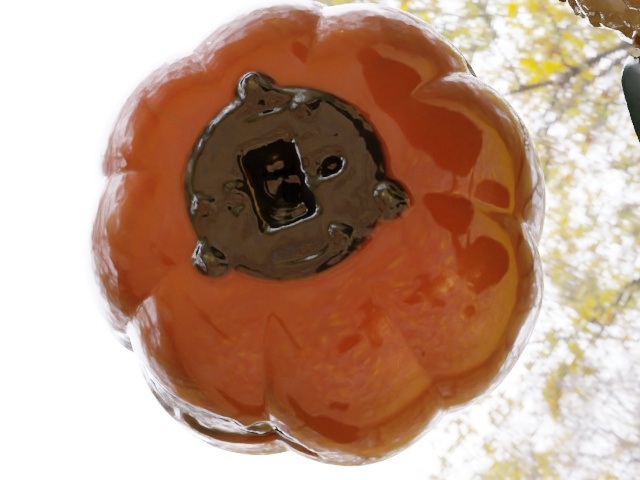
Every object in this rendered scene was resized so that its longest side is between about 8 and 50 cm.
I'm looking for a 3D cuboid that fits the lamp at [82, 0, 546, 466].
[{"bbox_3d":[0.000,0.000,0.510,0.188,0.164,0.187,-2,-106,7],"label":"lamp"}]

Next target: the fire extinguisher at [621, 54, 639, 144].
[{"bbox_3d":[0.238,-0.006,0.392,0.311,0.095,0.114,-2,-91,-17],"label":"fire extinguisher"}]

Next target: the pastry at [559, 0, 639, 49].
[{"bbox_3d":[0.112,-0.161,0.336,0.229,0.100,0.218,-10,-72,-1],"label":"pastry"}]
